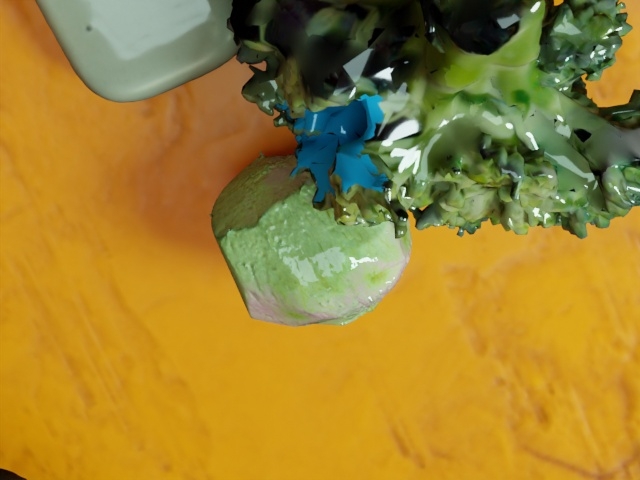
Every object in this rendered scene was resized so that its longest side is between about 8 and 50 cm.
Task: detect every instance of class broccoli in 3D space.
[{"bbox_3d":[0.052,-0.069,0.650,0.154,0.160,0.167,-28,79,-2],"label":"broccoli"}]

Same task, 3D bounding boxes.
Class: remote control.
[{"bbox_3d":[-0.123,-0.197,0.673,0.090,0.038,0.310,-23,110,13],"label":"remote control"}]

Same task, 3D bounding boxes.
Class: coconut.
[{"bbox_3d":[0.000,0.000,0.729,0.082,0.083,0.081,-3,122,52],"label":"coconut"}]

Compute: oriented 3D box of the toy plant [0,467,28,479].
[{"bbox_3d":[-0.169,0.173,0.808,0.142,0.105,0.200,-28,120,24],"label":"toy plant"}]
